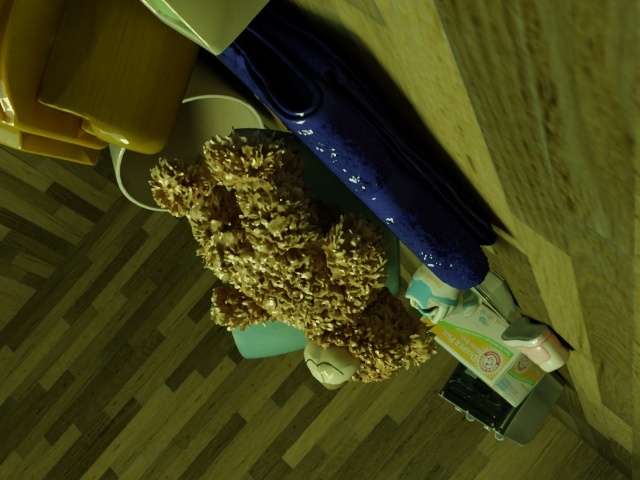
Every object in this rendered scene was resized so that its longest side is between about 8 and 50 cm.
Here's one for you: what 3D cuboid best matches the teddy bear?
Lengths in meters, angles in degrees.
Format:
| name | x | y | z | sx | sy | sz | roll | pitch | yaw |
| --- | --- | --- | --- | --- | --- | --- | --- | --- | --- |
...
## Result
| name | x | y | z | sx | sy | sz | roll | pitch | yaw |
| --- | --- | --- | --- | --- | --- | --- | --- | --- | --- |
| teddy bear | -0.030 | 0.031 | 0.884 | 0.245 | 0.113 | 0.338 | -6 | 128 | 24 |

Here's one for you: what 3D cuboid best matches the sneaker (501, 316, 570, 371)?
| name | x | y | z | sx | sy | sz | roll | pitch | yaw |
| --- | --- | --- | --- | --- | --- | --- | --- | --- | --- |
| sneaker | 0.302 | 0.149 | 1.247 | 0.070 | 0.051 | 0.134 | 46 | 174 | -7 |

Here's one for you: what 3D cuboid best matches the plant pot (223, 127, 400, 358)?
| name | x | y | z | sx | sy | sz | roll | pitch | yaw |
| --- | --- | --- | --- | --- | --- | --- | --- | --- | --- |
| plant pot | 0.000 | 0.000 | 1.116 | 0.196 | 0.290 | 0.290 | -2 | 172 | 6 |

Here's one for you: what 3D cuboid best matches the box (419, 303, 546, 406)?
| name | x | y | z | sx | sy | sz | roll | pitch | yaw |
| --- | --- | --- | --- | --- | --- | --- | --- | --- | --- |
| box | 0.289 | 0.182 | 1.576 | 0.203 | 0.103 | 0.114 | 40 | 178 | 43 |

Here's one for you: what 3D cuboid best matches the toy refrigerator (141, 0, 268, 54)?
| name | x | y | z | sx | sy | sz | roll | pitch | yaw |
| --- | --- | --- | --- | --- | --- | --- | --- | --- | --- |
| toy refrigerator | -0.139 | -0.232 | 0.515 | 0.269 | 0.094 | 0.102 | 43 | 178 | -42 |

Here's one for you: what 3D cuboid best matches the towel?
| name | x | y | z | sx | sy | sz | roll | pitch | yaw |
| --- | --- | --- | --- | --- | --- | --- | --- | --- | --- |
| towel | 0.034 | -0.093 | 0.821 | 0.308 | 0.076 | 0.227 | 42 | -175 | -45 |

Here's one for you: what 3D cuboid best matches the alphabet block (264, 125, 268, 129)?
| name | x | y | z | sx | sy | sz | roll | pitch | yaw |
| --- | --- | --- | --- | --- | --- | --- | --- | --- | --- |
| alphabet block | -0.211 | -0.189 | 1.846 | 0.193 | 0.192 | 0.197 | 43 | 177 | -5 |

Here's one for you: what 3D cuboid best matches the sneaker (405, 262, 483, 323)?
| name | x | y | z | sx | sy | sz | roll | pitch | yaw |
| --- | --- | --- | --- | --- | --- | --- | --- | --- | --- |
| sneaker | 0.190 | 0.082 | 1.400 | 0.087 | 0.092 | 0.229 | 38 | 179 | 28 |

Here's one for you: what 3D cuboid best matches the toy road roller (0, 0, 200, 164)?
| name | x | y | z | sx | sy | sz | roll | pitch | yaw |
| --- | --- | --- | --- | --- | --- | --- | --- | --- | --- |
| toy road roller | -0.199 | -0.162 | 0.763 | 0.241 | 0.202 | 0.329 | 20 | -176 | 13 |

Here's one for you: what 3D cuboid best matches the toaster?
| name | x | y | z | sx | sy | sz | roll | pitch | yaw |
| --- | --- | --- | --- | --- | --- | --- | --- | --- | --- |
| toaster | 0.339 | 0.265 | 1.657 | 0.168 | 0.185 | 0.110 | 28 | 172 | 48 |

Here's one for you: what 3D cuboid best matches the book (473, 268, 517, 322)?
| name | x | y | z | sx | sy | sz | roll | pitch | yaw |
| --- | --- | --- | --- | --- | --- | --- | --- | --- | --- |
| book | 0.215 | 0.054 | 1.208 | 0.096 | 0.035 | 0.144 | 45 | -178 | 28 |

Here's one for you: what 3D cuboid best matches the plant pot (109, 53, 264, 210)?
| name | x | y | z | sx | sy | sz | roll | pitch | yaw |
| --- | --- | --- | --- | --- | --- | --- | --- | --- | --- |
| plant pot | -0.267 | -0.234 | 1.529 | 0.274 | 0.256 | 0.256 | 59 | -172 | 33 |

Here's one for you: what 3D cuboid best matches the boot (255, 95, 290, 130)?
| name | x | y | z | sx | sy | sz | roll | pitch | yaw |
| --- | --- | --- | --- | --- | --- | --- | --- | --- | --- |
| boot | -0.052 | -0.178 | 1.073 | 0.087 | 0.042 | 0.118 | 51 | -172 | 4 |
